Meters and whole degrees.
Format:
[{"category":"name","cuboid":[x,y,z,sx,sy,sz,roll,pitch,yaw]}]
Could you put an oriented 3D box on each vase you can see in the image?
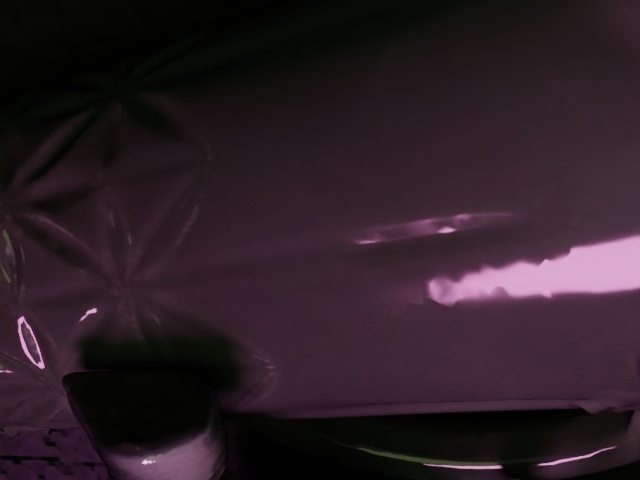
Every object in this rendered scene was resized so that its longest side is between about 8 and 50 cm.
[{"category":"vase","cuboid":[0.000,0.000,0.628,0.301,0.156,0.251,-11,132,18]}]

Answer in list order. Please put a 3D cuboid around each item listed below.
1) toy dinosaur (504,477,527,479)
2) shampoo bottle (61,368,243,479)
[{"category":"toy dinosaur","cuboid":[0.075,0.124,0.670,0.209,0.039,0.082,11,130,30]},{"category":"shampoo bottle","cuboid":[-0.014,0.163,0.658,0.098,0.071,0.309,-4,131,15]}]
